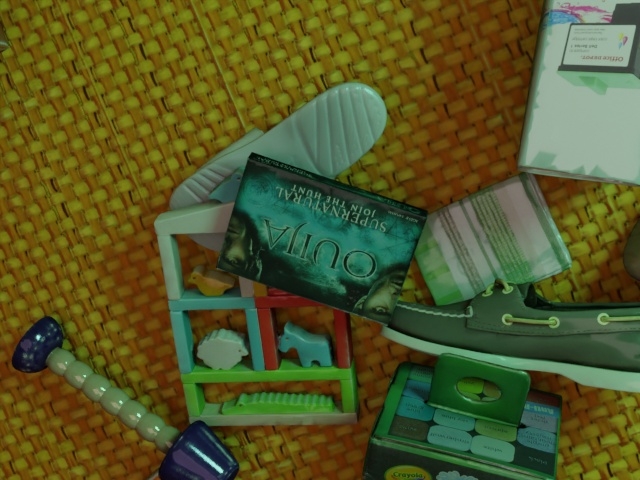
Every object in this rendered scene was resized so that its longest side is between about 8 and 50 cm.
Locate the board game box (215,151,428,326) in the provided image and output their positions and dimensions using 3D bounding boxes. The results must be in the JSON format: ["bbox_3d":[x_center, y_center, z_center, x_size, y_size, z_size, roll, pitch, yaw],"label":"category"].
[{"bbox_3d":[0.000,0.000,1.215,0.186,0.026,0.126,18,112,2],"label":"board game box"}]

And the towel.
[{"bbox_3d":[0.175,0.005,1.284,0.152,0.023,0.113,-24,91,14],"label":"towel"}]

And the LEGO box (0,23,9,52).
[{"bbox_3d":[-0.534,-0.321,1.115,0.193,0.500,0.372,-19,94,12],"label":"LEGO box"}]

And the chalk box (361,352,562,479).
[{"bbox_3d":[0.137,0.240,1.214,0.180,0.179,0.289,13,111,9],"label":"chalk box"}]

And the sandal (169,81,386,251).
[{"bbox_3d":[-0.037,-0.080,1.278,0.265,0.076,0.102,-32,106,21],"label":"sandal"}]

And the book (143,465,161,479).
[{"bbox_3d":[-0.180,0.318,1.380,0.144,0.035,0.096,-41,93,13],"label":"book"}]

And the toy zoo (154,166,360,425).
[{"bbox_3d":[-0.066,0.064,1.286,0.192,0.030,0.293,-2,113,10],"label":"toy zoo"}]

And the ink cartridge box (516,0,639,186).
[{"bbox_3d":[0.265,-0.199,1.145,0.117,0.201,0.278,10,99,8],"label":"ink cartridge box"}]

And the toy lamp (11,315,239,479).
[{"bbox_3d":[-0.211,0.187,1.326,0.274,0.080,0.080,31,102,13],"label":"toy lamp"}]

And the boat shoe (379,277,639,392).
[{"bbox_3d":[0.209,0.086,1.219,0.305,0.109,0.091,8,93,22],"label":"boat shoe"}]

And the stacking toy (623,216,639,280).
[{"bbox_3d":[0.467,0.065,1.196,0.330,0.141,0.141,35,102,-3],"label":"stacking toy"}]
